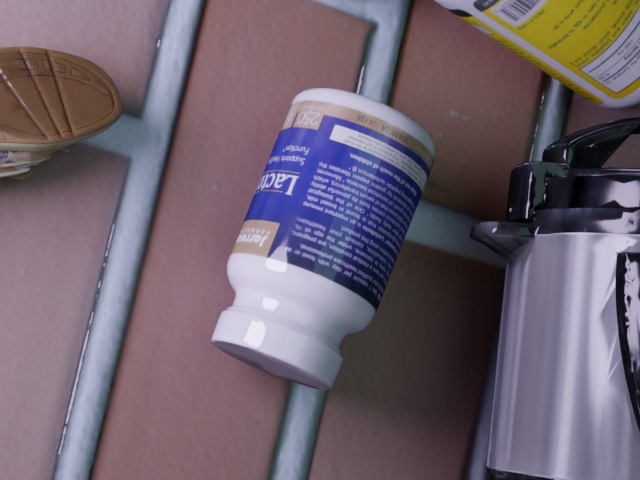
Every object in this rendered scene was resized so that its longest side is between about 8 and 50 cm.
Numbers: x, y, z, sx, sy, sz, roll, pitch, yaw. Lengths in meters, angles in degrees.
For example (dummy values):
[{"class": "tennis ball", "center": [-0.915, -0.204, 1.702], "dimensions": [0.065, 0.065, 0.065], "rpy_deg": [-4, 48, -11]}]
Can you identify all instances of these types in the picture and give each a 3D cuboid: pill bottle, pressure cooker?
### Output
[{"class": "pill bottle", "center": [0.285, -0.256, 1.769], "dimensions": [0.334, 0.188, 0.188], "rpy_deg": [29, 75, -25]}, {"class": "pressure cooker", "center": [0.355, 0.084, 1.700], "dimensions": [0.370, 0.376, 0.420], "rpy_deg": [15, 80, -52]}, {"class": "pill bottle", "center": [0.000, 0.000, 1.626], "dimensions": [0.153, 0.153, 0.264], "rpy_deg": [27, 75, -24]}]

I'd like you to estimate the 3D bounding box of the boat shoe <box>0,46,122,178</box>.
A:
[{"class": "boat shoe", "center": [-0.317, -0.101, 1.511], "dimensions": [0.285, 0.089, 0.104], "rpy_deg": [-12, 68, -30]}]
